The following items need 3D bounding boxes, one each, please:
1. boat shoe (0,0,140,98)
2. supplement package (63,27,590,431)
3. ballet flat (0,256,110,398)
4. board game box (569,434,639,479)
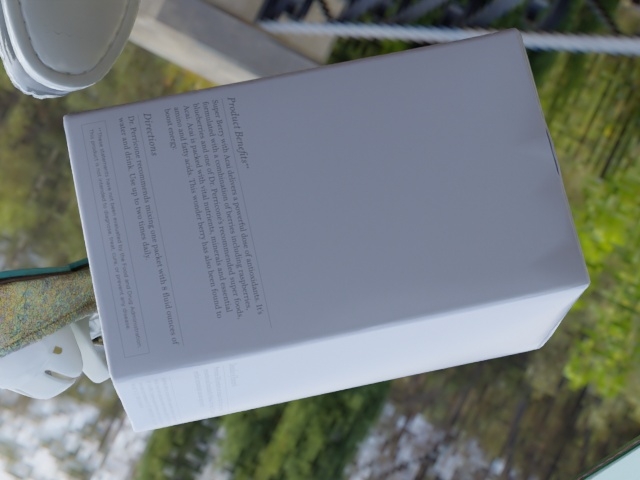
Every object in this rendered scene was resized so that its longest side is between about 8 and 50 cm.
[{"bbox_3d":[-0.196,-0.225,1.075,0.109,0.305,0.091,16,147,-36],"label":"boat shoe"},{"bbox_3d":[0.000,0.000,0.982,0.292,0.178,0.175,-11,163,-5],"label":"supplement package"},{"bbox_3d":[-0.220,0.072,1.260,0.123,0.123,0.348,25,-164,18],"label":"ballet flat"},{"bbox_3d":[0.104,0.222,0.599,0.213,0.317,0.046,55,-144,10],"label":"board game box"}]
